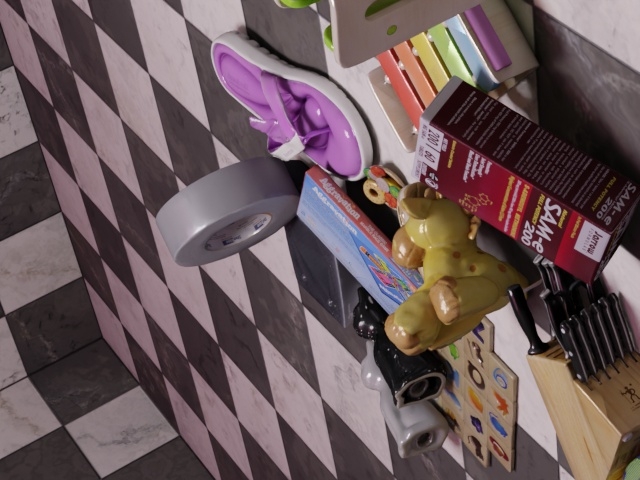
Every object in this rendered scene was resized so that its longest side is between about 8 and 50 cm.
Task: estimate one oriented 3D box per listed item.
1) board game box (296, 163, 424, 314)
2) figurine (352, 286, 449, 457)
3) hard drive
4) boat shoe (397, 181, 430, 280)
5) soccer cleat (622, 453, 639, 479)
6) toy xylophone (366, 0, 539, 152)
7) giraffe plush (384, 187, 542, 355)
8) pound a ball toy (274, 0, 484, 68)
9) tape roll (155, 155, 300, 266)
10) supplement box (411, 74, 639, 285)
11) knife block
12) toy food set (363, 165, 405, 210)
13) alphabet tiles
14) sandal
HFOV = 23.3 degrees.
[{"bbox_3d":[0.071,0.023,2.275,0.281,0.027,0.145,47,160,14],"label":"board game box"},{"bbox_3d":[0.114,0.204,2.410,0.215,0.092,0.209,82,161,-47],"label":"figurine"},{"bbox_3d":[0.000,0.000,2.485,0.172,0.054,0.255,43,152,45],"label":"hard drive"},{"bbox_3d":[0.147,0.002,2.108,0.059,0.063,0.170,-179,72,-71],"label":"boat shoe"},{"bbox_3d":[0.384,0.345,1.858,0.093,0.121,0.289,49,157,33],"label":"soccer cleat"},{"bbox_3d":[0.137,-0.226,1.785,0.236,0.081,0.323,59,160,11],"label":"toy xylophone"},{"bbox_3d":[0.155,0.025,1.940,0.170,0.210,0.181,63,-174,15],"label":"giraffe plush"},{"bbox_3d":[0.051,-0.312,1.523,0.208,0.319,0.136,48,156,36],"label":"pound a ball toy"},{"bbox_3d":[-0.140,-0.043,2.381,0.072,0.219,0.219,64,162,14],"label":"tape roll"},{"bbox_3d":[0.219,-0.064,1.675,0.239,0.073,0.130,32,156,15],"label":"supplement box"},{"bbox_3d":[0.308,0.158,1.855,0.242,0.088,0.276,52,159,30],"label":"knife block"},{"bbox_3d":[0.093,-0.072,2.177,0.083,0.020,0.083,37,154,27],"label":"toy food set"},{"bbox_3d":[0.199,0.180,2.287,0.285,0.011,0.343,47,156,36],"label":"alphabet tiles"},{"bbox_3d":[-0.062,-0.184,2.321,0.416,0.102,0.169,36,150,49],"label":"sandal"}]
